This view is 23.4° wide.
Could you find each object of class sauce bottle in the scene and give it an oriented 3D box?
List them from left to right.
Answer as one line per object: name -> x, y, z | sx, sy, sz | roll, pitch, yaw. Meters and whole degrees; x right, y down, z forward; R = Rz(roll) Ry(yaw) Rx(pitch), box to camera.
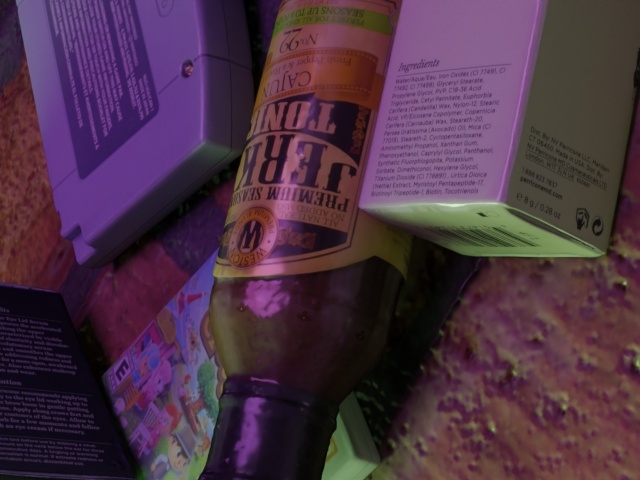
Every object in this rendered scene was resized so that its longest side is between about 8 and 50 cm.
sauce bottle -> 0.000, 0.000, 0.879 | 0.111, 0.111, 0.344 | -8, 63, 47

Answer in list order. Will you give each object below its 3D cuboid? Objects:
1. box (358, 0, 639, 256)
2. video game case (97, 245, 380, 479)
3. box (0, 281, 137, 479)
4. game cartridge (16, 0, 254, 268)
box -> 0.112, -0.133, 0.837 | 0.113, 0.094, 0.275 | 2, 74, 49
video game case -> -0.062, 0.113, 0.981 | 0.193, 0.023, 0.212 | -46, 44, 25
box -> -0.228, 0.147, 1.071 | 0.153, 0.108, 0.207 | -63, 38, 25
game cartridge -> -0.141, -0.152, 1.145 | 0.198, 0.062, 0.297 | -33, 58, 32
